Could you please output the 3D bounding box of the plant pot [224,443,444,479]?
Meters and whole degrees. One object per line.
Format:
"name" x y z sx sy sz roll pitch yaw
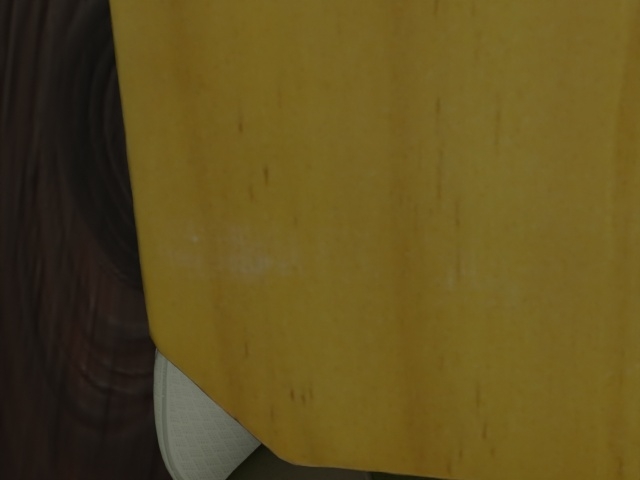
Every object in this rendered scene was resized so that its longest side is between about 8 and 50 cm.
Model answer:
"plant pot" 0.015 0.209 0.555 0.191 0.284 0.284 -31 101 14

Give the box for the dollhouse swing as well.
"dollhouse swing" 0.110 -0.138 0.451 0.347 0.315 0.305 2 129 17

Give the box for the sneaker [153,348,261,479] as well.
"sneaker" 0.000 0.000 0.592 0.110 0.118 0.292 26 115 0
